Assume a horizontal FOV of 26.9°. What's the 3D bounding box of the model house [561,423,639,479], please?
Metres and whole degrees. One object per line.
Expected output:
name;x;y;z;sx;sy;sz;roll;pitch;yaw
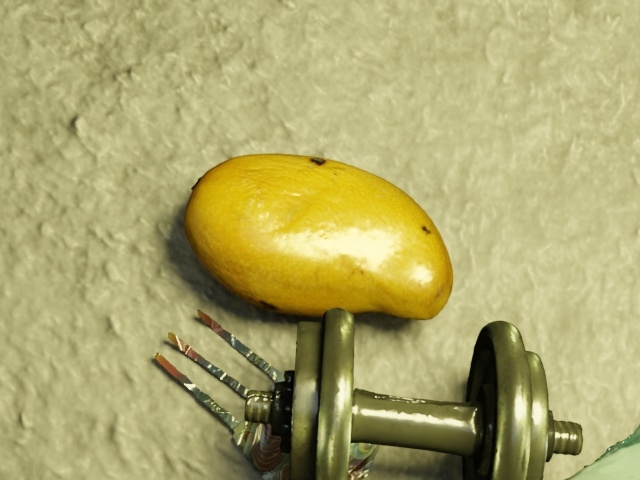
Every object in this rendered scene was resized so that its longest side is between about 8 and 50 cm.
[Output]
model house;0.312;0.311;1.113;0.253;0.184;0.291;-35;86;-17

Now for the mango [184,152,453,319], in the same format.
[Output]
mango;-0.001;0.002;1.254;0.262;0.109;0.157;21;62;4

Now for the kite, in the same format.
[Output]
kite;-0.048;0.151;1.248;0.229;0.016;0.127;40;72;11

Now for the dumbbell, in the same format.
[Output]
dumbbell;0.080;0.157;1.143;0.290;0.192;0.192;5;70;-1
